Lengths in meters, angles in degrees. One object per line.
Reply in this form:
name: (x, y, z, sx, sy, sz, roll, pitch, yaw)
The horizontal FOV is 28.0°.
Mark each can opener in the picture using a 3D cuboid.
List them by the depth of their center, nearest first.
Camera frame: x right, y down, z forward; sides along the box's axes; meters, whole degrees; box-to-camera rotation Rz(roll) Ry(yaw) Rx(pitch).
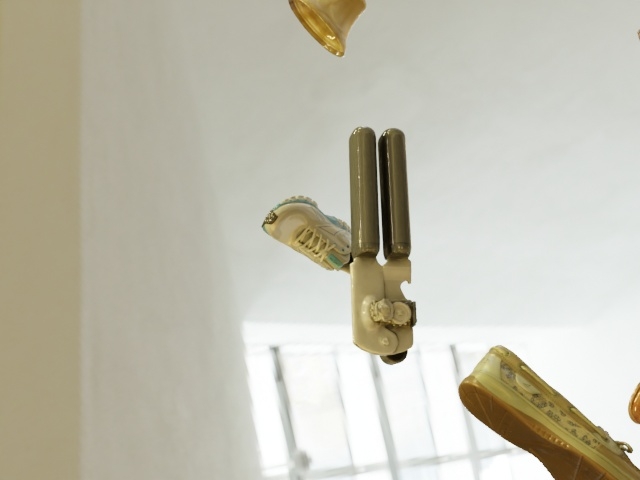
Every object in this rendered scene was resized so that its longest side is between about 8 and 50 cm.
can opener: (0.065, 0.004, 1.506, 0.074, 0.093, 0.280, 2, -103, -14)

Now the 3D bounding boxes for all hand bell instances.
hand bell: (0.080, -0.412, 2.005, 0.242, 0.126, 0.126, -43, -66, -7)

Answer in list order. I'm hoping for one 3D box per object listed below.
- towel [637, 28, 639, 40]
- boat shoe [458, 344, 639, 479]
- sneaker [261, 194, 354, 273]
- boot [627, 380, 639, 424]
towel: (0.561, -0.315, 2.160, 0.083, 0.009, 0.060, 53, -178, -43)
boat shoe: (0.309, 0.238, 1.588, 0.285, 0.104, 0.089, 38, -120, 8)
sneaker: (0.000, 0.000, 1.723, 0.191, 0.071, 0.083, 21, -153, -50)
boot: (0.578, 0.230, 1.959, 0.197, 0.152, 0.073, -35, -74, -8)
